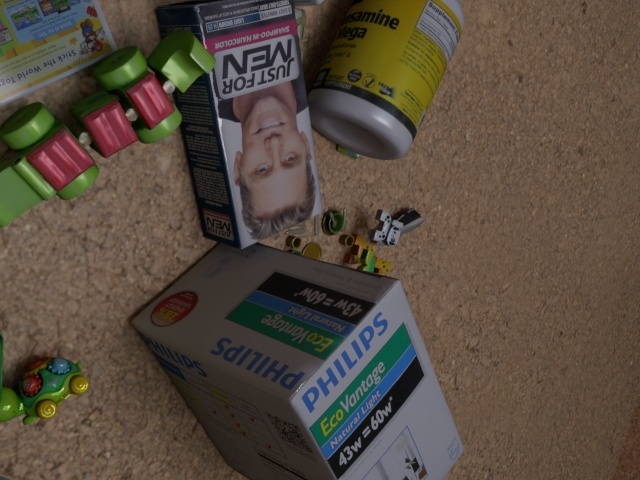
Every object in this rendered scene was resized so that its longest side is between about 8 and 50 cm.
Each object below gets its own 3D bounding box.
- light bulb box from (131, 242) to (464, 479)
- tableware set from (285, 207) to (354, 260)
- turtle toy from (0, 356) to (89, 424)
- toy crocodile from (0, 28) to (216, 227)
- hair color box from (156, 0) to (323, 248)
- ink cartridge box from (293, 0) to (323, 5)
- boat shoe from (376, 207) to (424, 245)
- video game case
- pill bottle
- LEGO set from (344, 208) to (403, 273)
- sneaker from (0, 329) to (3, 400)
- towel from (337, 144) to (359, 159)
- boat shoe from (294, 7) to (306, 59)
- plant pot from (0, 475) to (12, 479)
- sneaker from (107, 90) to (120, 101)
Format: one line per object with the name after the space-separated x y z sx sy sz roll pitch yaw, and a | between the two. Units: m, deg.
-0.028 0.218 1.108 0.225 0.358 0.361 -45 129 -29 | light bulb box
0.000 0.000 1.312 0.154 0.024 0.103 -10 108 -42 | tableware set
-0.368 0.195 0.972 0.130 0.095 0.066 -37 103 -32 | turtle toy
-0.278 -0.140 0.928 0.341 0.105 0.115 -37 125 -13 | toy crocodile
-0.109 -0.182 1.102 0.174 0.105 0.347 -26 119 -36 | hair color box
-0.025 -0.473 1.122 0.139 0.082 0.190 -49 128 -24 | ink cartridge box
0.146 -0.028 1.435 0.125 0.038 0.046 -27 160 -30 | boat shoe
-0.374 -0.277 0.879 0.227 0.026 0.206 -37 124 -32 | video game case
0.119 -0.317 1.228 0.188 0.188 0.333 34 76 -43 | pill bottle
0.094 0.062 1.371 0.093 0.087 0.227 19 87 -30 | LEGO set
-0.420 0.071 0.856 0.109 0.124 0.295 -27 118 -36 | sneaker
0.059 -0.191 1.327 0.060 0.009 0.083 18 88 -46 | towel
-0.045 -0.287 1.172 0.048 0.056 0.152 -5 97 -39 | boat shoe
-0.438 0.453 0.839 0.293 0.293 0.235 -20 130 -39 | plant pot
-0.259 -0.195 1.012 0.083 0.031 0.035 3 68 -35 | sneaker
